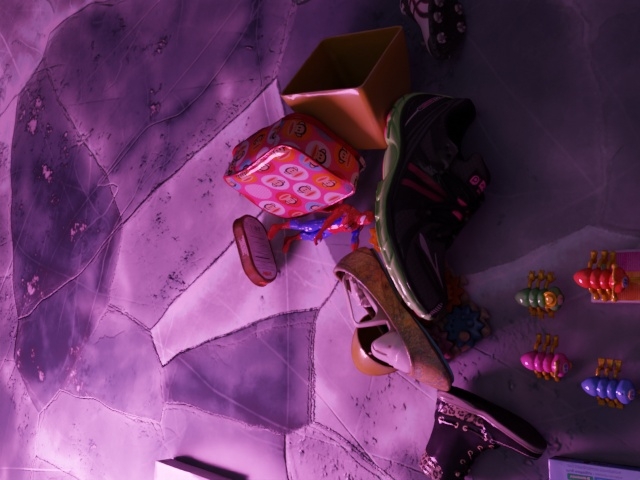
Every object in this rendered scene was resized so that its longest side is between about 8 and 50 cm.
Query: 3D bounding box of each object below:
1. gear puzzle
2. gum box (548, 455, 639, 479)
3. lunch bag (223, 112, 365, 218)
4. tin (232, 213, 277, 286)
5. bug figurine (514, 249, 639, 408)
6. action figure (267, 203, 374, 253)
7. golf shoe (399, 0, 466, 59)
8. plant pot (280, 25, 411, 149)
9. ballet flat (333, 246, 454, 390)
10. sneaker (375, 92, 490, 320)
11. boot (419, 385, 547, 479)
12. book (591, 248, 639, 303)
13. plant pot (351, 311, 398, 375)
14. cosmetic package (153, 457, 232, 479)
[{"bbox_3d":[0.202,0.088,1.399,0.175,0.044,0.339,-41,66,28],"label":"gear puzzle"},{"bbox_3d":[0.478,0.477,1.160,0.157,0.041,0.184,-3,82,37],"label":"gum box"},{"bbox_3d":[-0.050,-0.147,1.526,0.293,0.258,0.120,-19,47,48],"label":"lunch bag"},{"bbox_3d":[-0.162,0.023,1.672,0.040,0.106,0.189,-30,67,30],"label":"tin"},{"bbox_3d":[0.449,0.160,1.178,0.216,0.072,0.279,-3,94,41],"label":"bug figurine"},{"bbox_3d":[0.000,0.000,1.546,0.280,0.091,0.139,-16,46,35],"label":"action figure"},{"bbox_3d":[0.238,-0.501,1.464,0.120,0.105,0.272,-23,63,49],"label":"golf shoe"},{"bbox_3d":[0.082,-0.312,1.457,0.212,0.187,0.212,3,50,38],"label":"plant pot"},{"bbox_3d":[0.132,0.168,1.355,0.123,0.123,0.348,-43,61,25],"label":"ballet flat"},{"bbox_3d":[0.226,-0.086,1.319,0.202,0.185,0.482,-4,71,25],"label":"sneaker"},{"bbox_3d":[0.300,0.400,1.282,0.236,0.085,0.178,24,100,44],"label":"boot"},{"bbox_3d":[0.550,0.062,1.172,0.144,0.035,0.096,-3,79,37],"label":"book"},{"bbox_3d":[0.118,0.234,1.428,0.134,0.134,0.095,61,141,27],"label":"plant pot"},{"bbox_3d":[-0.334,0.641,1.743,0.239,0.060,0.098,3,83,38],"label":"cosmetic package"}]
